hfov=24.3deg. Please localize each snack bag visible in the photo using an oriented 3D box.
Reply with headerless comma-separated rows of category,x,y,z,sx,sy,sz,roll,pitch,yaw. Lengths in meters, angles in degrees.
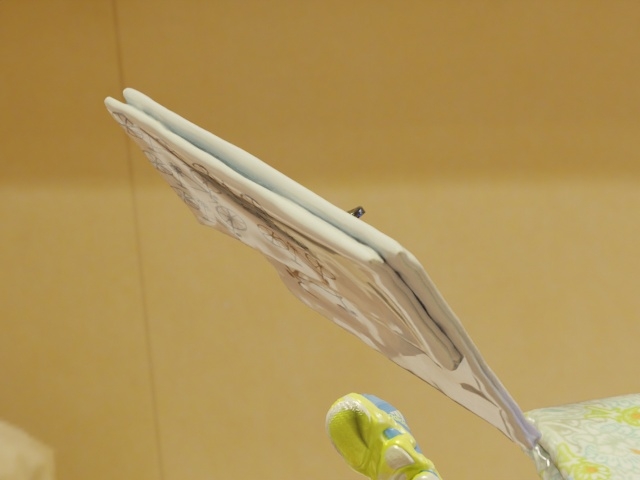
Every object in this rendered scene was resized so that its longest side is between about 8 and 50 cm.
snack bag,0.005,0.030,1.211,0.323,0.037,0.342,31,-13,37

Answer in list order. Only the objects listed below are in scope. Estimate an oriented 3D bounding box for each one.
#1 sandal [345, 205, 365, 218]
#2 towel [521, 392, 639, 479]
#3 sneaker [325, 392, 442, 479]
sandal,0.000,0.000,2.059,0.179,0.040,0.067,-22,14,46
towel,0.439,0.284,1.728,0.320,0.090,0.374,-3,25,-13
sneaker,0.106,0.275,1.786,0.091,0.240,0.126,-34,-1,19
